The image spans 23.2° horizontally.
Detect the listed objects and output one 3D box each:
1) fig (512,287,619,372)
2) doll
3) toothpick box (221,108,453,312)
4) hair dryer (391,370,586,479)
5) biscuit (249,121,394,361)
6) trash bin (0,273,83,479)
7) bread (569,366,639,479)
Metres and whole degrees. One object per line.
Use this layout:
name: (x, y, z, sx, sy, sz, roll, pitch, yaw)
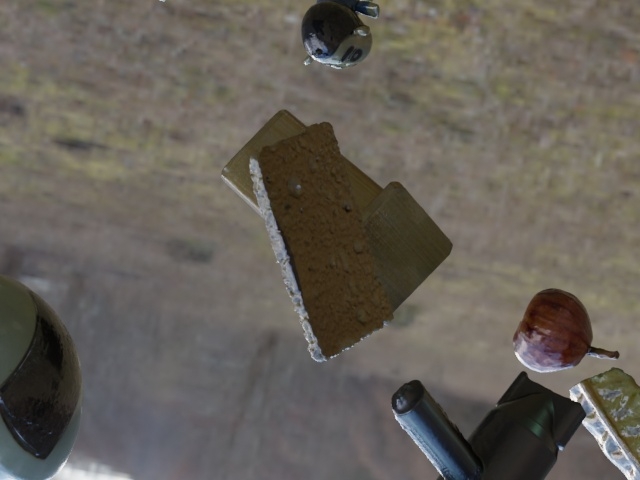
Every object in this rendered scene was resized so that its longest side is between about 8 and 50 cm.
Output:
fig: (0.359, 0.130, 2.317, 0.150, 0.128, 0.128, -11, 172, 7)
doll: (0.023, -0.247, 1.807, 0.102, 0.089, 0.179, -27, -165, 29)
toothpick box: (0.011, -0.044, 2.337, 0.308, 0.187, 0.190, 42, 179, 41)
hair dryer: (0.196, 0.234, 1.964, 0.116, 0.244, 0.302, 22, 158, 42)
biscuit: (0.000, 0.000, 1.601, 0.025, 0.231, 0.131, -10, -168, 43)
trash bin: (-0.530, 0.217, 2.083, 0.432, 0.280, 0.280, -15, 166, 19)
bread: (0.455, 0.287, 2.243, 0.232, 0.088, 0.128, 48, 143, 10)
